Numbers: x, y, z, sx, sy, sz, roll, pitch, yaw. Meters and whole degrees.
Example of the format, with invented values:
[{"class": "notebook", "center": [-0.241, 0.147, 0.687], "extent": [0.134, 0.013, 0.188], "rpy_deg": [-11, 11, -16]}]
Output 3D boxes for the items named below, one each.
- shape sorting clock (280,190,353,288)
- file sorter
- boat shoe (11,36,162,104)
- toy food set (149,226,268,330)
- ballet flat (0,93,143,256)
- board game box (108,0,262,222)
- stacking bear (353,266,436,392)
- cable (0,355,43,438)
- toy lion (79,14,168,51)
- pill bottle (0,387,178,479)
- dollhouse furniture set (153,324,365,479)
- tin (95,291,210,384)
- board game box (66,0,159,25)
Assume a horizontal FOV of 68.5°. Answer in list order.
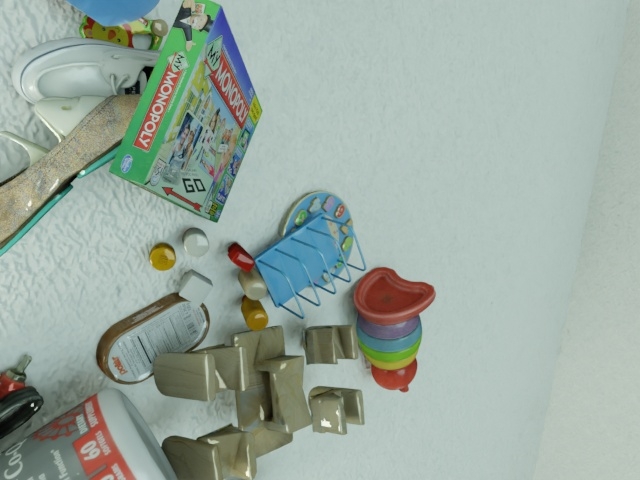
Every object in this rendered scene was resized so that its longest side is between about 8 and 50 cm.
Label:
[{"class": "shape sorting clock", "center": [0.000, 0.000, 0.977], "extent": [0.206, 0.040, 0.206], "rpy_deg": [-13, 110, -39]}, {"class": "file sorter", "center": [-0.015, 0.048, 0.884], "extent": [0.170, 0.104, 0.118], "rpy_deg": [-35, 122, -25]}, {"class": "boat shoe", "center": [-0.263, -0.217, 0.637], "extent": [0.258, 0.084, 0.095], "rpy_deg": [-21, 137, -36]}, {"class": "toy food set", "center": [-0.179, 0.052, 0.815], "extent": [0.232, 0.104, 0.111], "rpy_deg": [34, 91, -24]}, {"class": "ballet flat", "center": [-0.325, -0.106, 0.570], "extent": [0.316, 0.107, 0.106], "rpy_deg": [-41, 114, -4]}, {"class": "board game box", "center": [-0.160, -0.148, 0.649], "extent": [0.317, 0.046, 0.213], "rpy_deg": [73, 39, -85]}, {"class": "stacking bear", "center": [0.170, 0.238, 1.123], "extent": [0.164, 0.175, 0.288], "rpy_deg": [-34, 129, -33]}, {"class": "cable", "center": [-0.489, 0.269, 0.618], "extent": [0.287, 0.072, 0.139], "rpy_deg": [-53, 148, -3]}, {"class": "toy lion", "center": [-0.278, -0.288, 0.659], "extent": [0.100, 0.034, 0.096], "rpy_deg": [24, 92, -43]}, {"class": "pill bottle", "center": [-0.377, 0.373, 0.589], "extent": [0.363, 0.210, 0.210], "rpy_deg": [-32, 121, -23]}, {"class": "dollhouse furniture set", "center": [-0.124, 0.364, 0.871], "extent": [0.362, 0.257, 0.393], "rpy_deg": [0, 82, -49]}, {"class": "tin", "center": [-0.271, 0.160, 0.780], "extent": [0.190, 0.040, 0.106], "rpy_deg": [-31, 116, -32]}, {"class": "board game box", "center": [-0.288, -0.343, 0.607], "extent": [0.169, 0.033, 0.133], "rpy_deg": [32, 69, -9]}]
